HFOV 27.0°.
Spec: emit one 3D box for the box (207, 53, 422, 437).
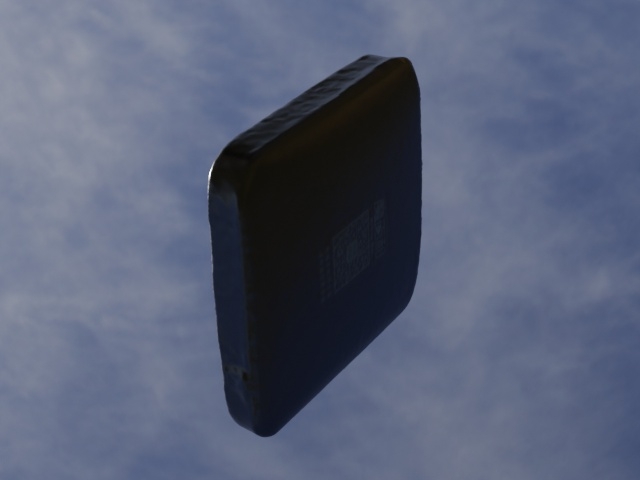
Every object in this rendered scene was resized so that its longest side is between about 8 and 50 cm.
[{"bbox_3d":[0.000,0.000,1.231,0.073,0.290,0.289,17,-144,29],"label":"box"}]
